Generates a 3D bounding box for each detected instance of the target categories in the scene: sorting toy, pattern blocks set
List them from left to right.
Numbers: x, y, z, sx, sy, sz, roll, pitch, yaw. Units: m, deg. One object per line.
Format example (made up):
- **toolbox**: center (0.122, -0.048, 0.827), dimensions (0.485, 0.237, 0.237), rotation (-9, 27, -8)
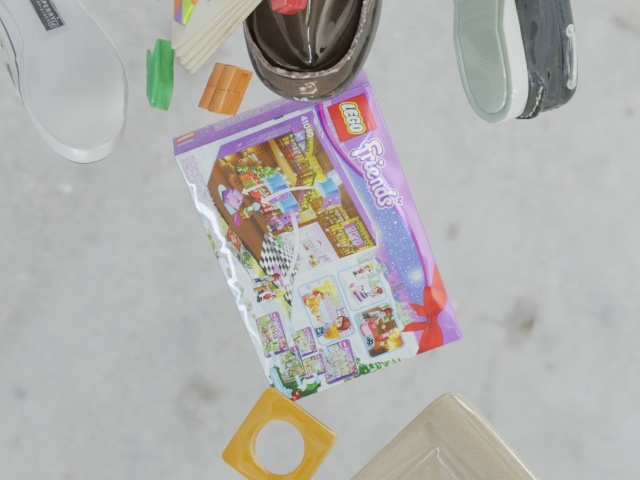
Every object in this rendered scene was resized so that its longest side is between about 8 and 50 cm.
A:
- **pattern blocks set**: center (-0.082, -0.238, 1.616), dimensions (0.026, 0.325, 0.285), rotation (8, 57, -25)
- **sorting toy**: center (0.082, 0.230, 1.347), dimensions (0.196, 0.347, 0.047), rotation (-44, 168, 9)

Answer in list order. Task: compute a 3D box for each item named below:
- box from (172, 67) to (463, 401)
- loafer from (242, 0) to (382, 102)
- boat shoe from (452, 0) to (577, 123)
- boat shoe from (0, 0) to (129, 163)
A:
- **box**: center (0.000, 0.000, 1.922), dimensions (0.201, 0.057, 0.293), rotation (-20, 113, 2)
- **loafer**: center (-0.012, -0.307, 1.738), dimensions (0.130, 0.134, 0.365), rotation (12, 81, -82)
- **boat shoe**: center (0.164, -0.258, 1.726), dimensions (0.091, 0.114, 0.302), rotation (-14, 106, -31)
- **boat shoe**: center (-0.241, -0.156, 1.773), dimensions (0.096, 0.267, 0.088), rotation (-21, 144, -16)
